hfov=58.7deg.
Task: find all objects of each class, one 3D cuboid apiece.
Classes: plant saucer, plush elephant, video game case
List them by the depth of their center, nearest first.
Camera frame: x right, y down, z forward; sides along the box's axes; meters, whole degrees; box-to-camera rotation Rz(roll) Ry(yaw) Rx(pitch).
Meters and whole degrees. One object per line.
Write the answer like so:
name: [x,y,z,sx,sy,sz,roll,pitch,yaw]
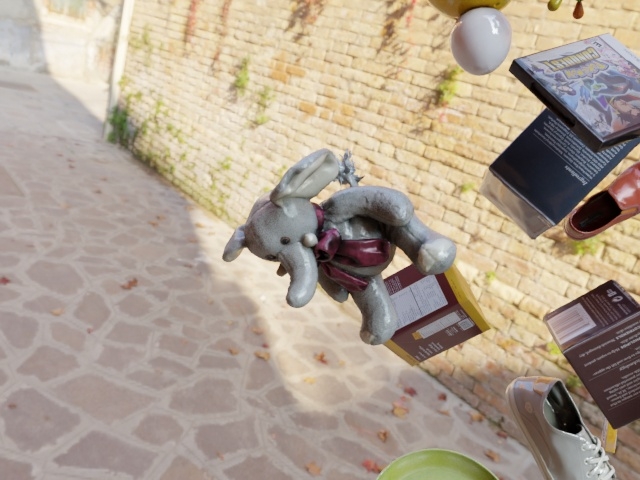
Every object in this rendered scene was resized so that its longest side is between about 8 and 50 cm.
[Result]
plant saucer: [0.185,0.447,0.879,0.240,0.037,0.241,-6,47,6]
plush elephant: [0.000,0.000,0.890,0.255,0.272,0.330,-13,65,-33]
video game case: [0.549,-0.297,1.105,0.274,0.035,0.248,-20,60,-22]

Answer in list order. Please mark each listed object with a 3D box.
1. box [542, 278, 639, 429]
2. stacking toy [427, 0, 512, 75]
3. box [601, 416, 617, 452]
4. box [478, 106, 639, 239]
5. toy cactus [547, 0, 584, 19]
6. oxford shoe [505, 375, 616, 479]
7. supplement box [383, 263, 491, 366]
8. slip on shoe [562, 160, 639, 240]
box: [0.584,0.222,1.134,0.203,0.167,0.168,53,16,-10]
stacking toy: [0.286,-0.554,1.108,0.350,0.481,0.350,-2,-4,0]
box: [0.806,0.510,1.581,0.028,0.136,0.081,5,-3,19]
box: [0.619,-0.223,1.429,0.212,0.395,0.293,44,2,12]
toy cactus: [0.466,-0.437,0.977,0.218,0.112,0.180,-8,26,-23]
oxford shoe: [0.596,0.512,1.304,0.169,0.130,0.450,-19,75,-43]
supplement box: [0.225,0.148,1.204,0.191,0.194,0.129,42,23,-51]
slip on shoe: [0.807,-0.113,1.526,0.123,0.331,0.101,58,18,15]
